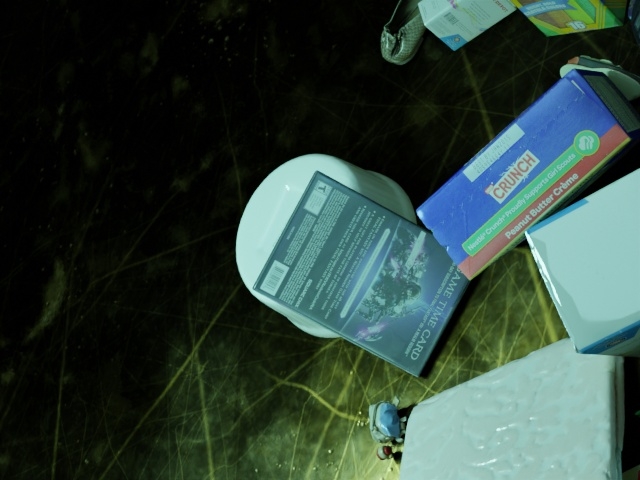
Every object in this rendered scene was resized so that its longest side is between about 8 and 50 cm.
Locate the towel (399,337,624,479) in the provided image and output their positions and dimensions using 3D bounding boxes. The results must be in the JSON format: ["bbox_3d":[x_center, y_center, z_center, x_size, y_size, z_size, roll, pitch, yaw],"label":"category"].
[{"bbox_3d":[0.244,0.272,1.763,0.332,0.053,0.317,-27,29,28],"label":"towel"}]

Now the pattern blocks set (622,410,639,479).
[{"bbox_3d":[0.428,0.355,1.668,0.285,0.026,0.325,-25,56,29],"label":"pattern blocks set"}]

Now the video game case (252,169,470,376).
[{"bbox_3d":[0.067,0.049,1.977,0.196,0.274,0.026,-62,6,0],"label":"video game case"}]

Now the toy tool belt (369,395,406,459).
[{"bbox_3d":[0.099,0.269,1.965,0.051,0.052,0.083,-31,54,36],"label":"toy tool belt"}]

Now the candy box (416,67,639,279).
[{"bbox_3d":[0.287,-0.095,1.790,0.268,0.317,0.122,-42,82,18],"label":"candy box"}]

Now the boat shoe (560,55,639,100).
[{"bbox_3d":[0.407,-0.235,1.945,0.043,0.049,0.137,-35,37,-30],"label":"boat shoe"}]

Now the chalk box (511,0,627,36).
[{"bbox_3d":[0.340,-0.403,1.959,0.132,0.213,0.132,-2,70,40],"label":"chalk box"}]

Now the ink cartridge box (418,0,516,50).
[{"bbox_3d":[0.228,-0.364,2.120,0.122,0.088,0.052,-31,51,25],"label":"ink cartridge box"}]

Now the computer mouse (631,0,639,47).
[{"bbox_3d":[0.484,-0.219,1.839,0.262,0.060,0.184,-110,24,-45],"label":"computer mouse"}]

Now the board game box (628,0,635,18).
[{"bbox_3d":[0.505,-0.345,1.920,0.133,0.033,0.168,-49,48,12],"label":"board game box"}]

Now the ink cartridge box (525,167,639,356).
[{"bbox_3d":[0.395,0.034,1.681,0.171,0.233,0.168,-31,70,24],"label":"ink cartridge box"}]

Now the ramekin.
[{"bbox_3d":[0.000,0.000,2.113,0.277,0.135,0.277,-18,59,33],"label":"ramekin"}]

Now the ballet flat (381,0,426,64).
[{"bbox_3d":[0.165,-0.402,2.211,0.084,0.058,0.250,30,91,43],"label":"ballet flat"}]
